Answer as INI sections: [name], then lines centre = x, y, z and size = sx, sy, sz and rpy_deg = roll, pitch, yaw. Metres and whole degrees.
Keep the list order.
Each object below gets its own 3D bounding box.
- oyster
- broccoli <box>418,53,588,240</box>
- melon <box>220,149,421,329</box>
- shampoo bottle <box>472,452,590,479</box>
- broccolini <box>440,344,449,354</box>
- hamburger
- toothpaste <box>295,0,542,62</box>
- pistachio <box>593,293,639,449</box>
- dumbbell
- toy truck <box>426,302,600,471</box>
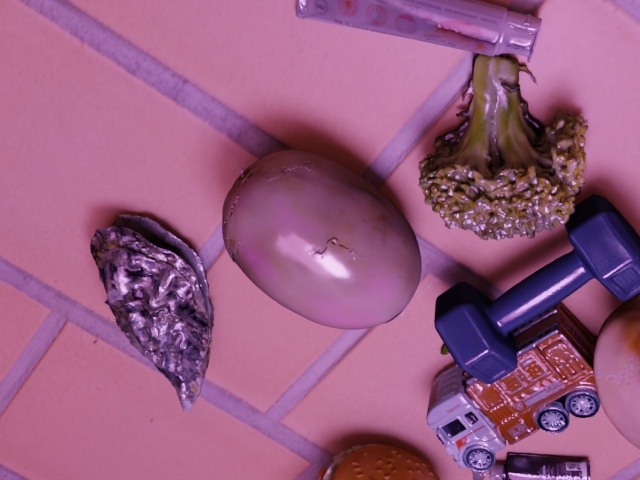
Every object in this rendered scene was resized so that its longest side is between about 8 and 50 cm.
[oyster]
centre = -0.262, 0.118, 1.584
size = 0.162, 0.158, 0.351
rpy_deg = 6, 118, 49
[broccoli]
centre = 0.254, -0.103, 1.305
size = 0.243, 0.180, 0.273
rpy_deg = -4, 124, 6
[melon]
centre = 0.000, 0.000, 1.397
size = 0.317, 0.223, 0.223
rpy_deg = 35, 123, -16
[shampoo bottle]
centre = 0.376, 0.416, 1.716
size = 0.208, 0.057, 0.063
rpy_deg = -2, 124, 11
[broccolini]
centre = 0.228, 0.143, 1.570
size = 0.030, 0.035, 0.140
rpy_deg = 22, 126, -1
[hamburger]
centre = 0.107, 0.486, 1.683
size = 0.274, 0.274, 0.212
rpy_deg = 23, 126, -6
[toothpaste]
centre = 0.127, -0.302, 1.270
size = 0.323, 0.066, 0.100
rpy_deg = 15, 130, 5
[pistachio]
centre = 0.616, 0.176, 1.393
size = 0.446, 0.281, 0.365
rpy_deg = 4, 105, -7
[dumbbell]
centre = 0.326, 0.074, 1.409
size = 0.316, 0.156, 0.143
rpy_deg = -36, 105, 20
[toy truck]
centre = 0.311, 0.238, 1.562
size = 0.305, 0.136, 0.162
rpy_deg = -36, 105, 26
